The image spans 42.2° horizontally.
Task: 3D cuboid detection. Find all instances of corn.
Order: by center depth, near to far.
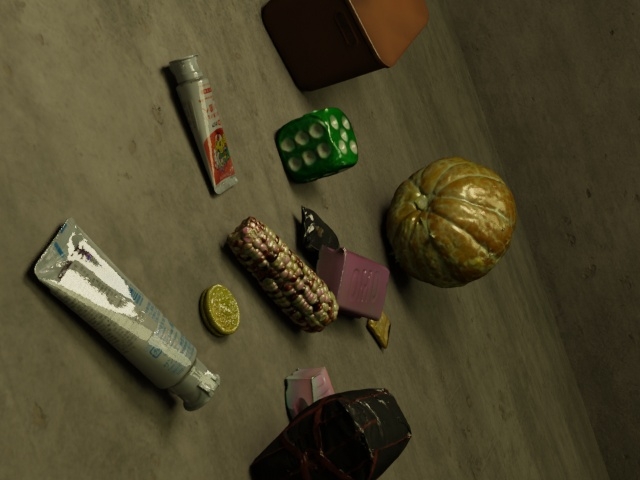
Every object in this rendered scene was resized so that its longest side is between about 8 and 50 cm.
[{"bbox_3d":[-0.066,0.063,1.463,0.280,0.092,0.092,48,34,-33],"label":"corn"}]

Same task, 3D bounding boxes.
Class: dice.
[{"bbox_3d":[-0.005,-0.195,1.701,0.120,0.128,0.131,-17,89,-64],"label":"dice"}]

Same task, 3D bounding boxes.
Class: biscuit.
[{"bbox_3d":[-0.159,0.111,1.311,0.084,0.023,0.084,42,37,-43],"label":"biscuit"},{"bbox_3d":[0.131,0.187,1.843,0.081,0.018,0.083,56,29,-29],"label":"biscuit"}]

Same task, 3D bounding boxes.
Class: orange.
[{"bbox_3d":[0.314,-0.047,2.016,0.249,0.329,0.330,28,48,-44],"label":"orange"}]

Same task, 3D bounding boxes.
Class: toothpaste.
[{"bbox_3d":[-0.251,0.108,1.092,0.299,0.073,0.114,50,32,-24],"label":"toothpaste"},{"bbox_3d":[-0.198,-0.198,1.419,0.089,0.057,0.234,-45,122,-63],"label":"toothpaste"}]

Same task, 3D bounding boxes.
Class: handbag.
[{"bbox_3d":[0.017,0.328,1.295,0.155,0.215,0.169,57,20,12],"label":"handbag"}]

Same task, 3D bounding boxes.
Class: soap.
[{"bbox_3d":[-0.009,0.296,1.449,0.100,0.056,0.149,-17,88,-67],"label":"soap"},{"bbox_3d":[0.062,0.089,1.677,0.203,0.065,0.122,22,77,-57],"label":"soap"}]

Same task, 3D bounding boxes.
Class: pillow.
[{"bbox_3d":[-0.001,0.000,1.673,0.150,0.048,0.091,43,49,-51],"label":"pillow"}]

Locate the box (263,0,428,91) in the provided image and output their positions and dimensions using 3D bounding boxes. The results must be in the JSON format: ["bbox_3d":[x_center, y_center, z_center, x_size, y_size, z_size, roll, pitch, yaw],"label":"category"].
[{"bbox_3d":[0.059,-0.516,1.878,0.239,0.229,0.339,61,37,-21],"label":"box"}]
